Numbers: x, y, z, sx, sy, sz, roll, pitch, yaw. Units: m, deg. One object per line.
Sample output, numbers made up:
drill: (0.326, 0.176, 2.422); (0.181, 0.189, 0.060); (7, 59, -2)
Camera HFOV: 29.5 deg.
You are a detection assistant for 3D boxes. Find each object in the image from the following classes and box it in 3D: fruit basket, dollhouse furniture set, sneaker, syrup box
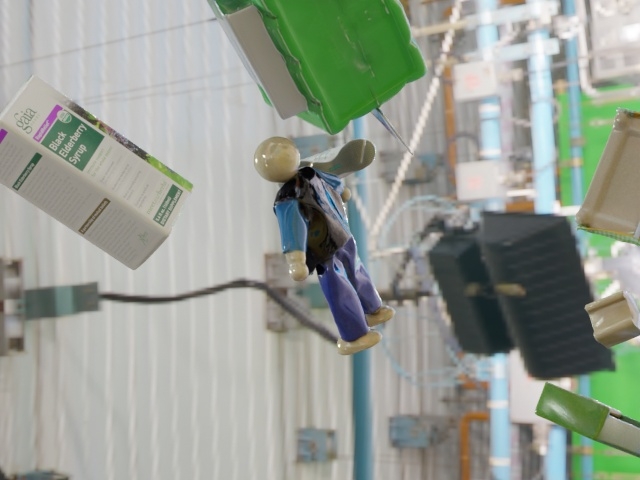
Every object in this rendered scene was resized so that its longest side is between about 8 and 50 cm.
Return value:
fruit basket: (-0.062, -0.260, 1.124); (0.165, 0.353, 0.327); (-39, -43, -8)
dollhouse furniture set: (0.154, 0.022, 0.558); (0.058, 0.076, 0.152); (24, -94, -53)
sneaker: (0.012, -0.102, 1.727); (0.061, 0.152, 0.054); (-36, -74, -76)
syrup box: (-0.282, -0.079, 1.448); (0.237, 0.096, 0.093); (36, -136, -14)

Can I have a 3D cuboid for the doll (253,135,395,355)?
doll: (0.000, 0.000, 0.987); (0.189, 0.046, 0.129); (64, -149, -19)
